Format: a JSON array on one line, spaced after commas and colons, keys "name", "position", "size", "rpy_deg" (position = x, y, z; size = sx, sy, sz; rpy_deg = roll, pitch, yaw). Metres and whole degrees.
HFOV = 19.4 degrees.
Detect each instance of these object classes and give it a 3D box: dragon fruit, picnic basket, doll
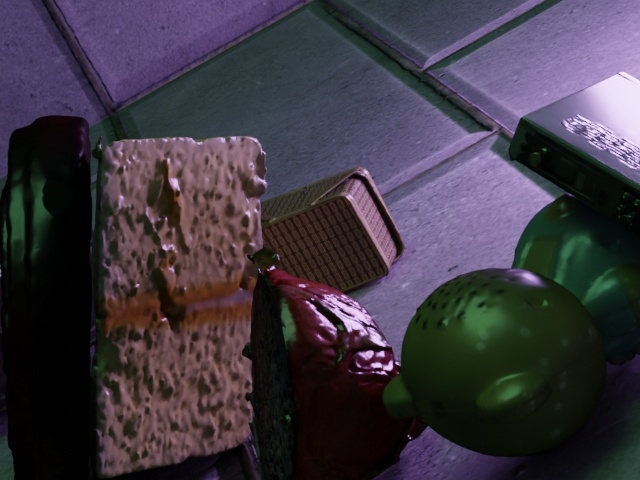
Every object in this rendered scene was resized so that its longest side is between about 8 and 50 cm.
[{"name": "dragon fruit", "position": [0.021, 0.129, 1.621], "size": [0.148, 0.218, 0.224], "rpy_deg": [-4, 34, -10]}, {"name": "picnic basket", "position": [0.000, 0.000, 2.095], "size": [0.164, 0.115, 0.079], "rpy_deg": [-21, 21, 24]}, {"name": "doll", "position": [0.183, 0.073, 1.534], "size": [0.260, 0.161, 0.177], "rpy_deg": [-37, 20, -31]}]

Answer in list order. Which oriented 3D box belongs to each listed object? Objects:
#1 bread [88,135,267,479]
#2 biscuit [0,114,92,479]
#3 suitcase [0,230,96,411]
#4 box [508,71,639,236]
[{"name": "bread", "position": [-0.216, 0.060, 1.854], "size": [0.242, 0.346, 0.405], "rpy_deg": [-8, 9, -39]}, {"name": "biscuit", "position": [-0.272, 0.078, 1.861], "size": [0.091, 0.407, 0.407], "rpy_deg": [1, 16, -7]}, {"name": "suitcase", "position": [-0.437, 0.089, 2.396], "size": [0.283, 0.194, 0.434], "rpy_deg": [-38, 19, -25]}, {"name": "box", "position": [0.305, -0.040, 1.521], "size": [0.270, 0.045, 0.211], "rpy_deg": [33, 34, 22]}]
